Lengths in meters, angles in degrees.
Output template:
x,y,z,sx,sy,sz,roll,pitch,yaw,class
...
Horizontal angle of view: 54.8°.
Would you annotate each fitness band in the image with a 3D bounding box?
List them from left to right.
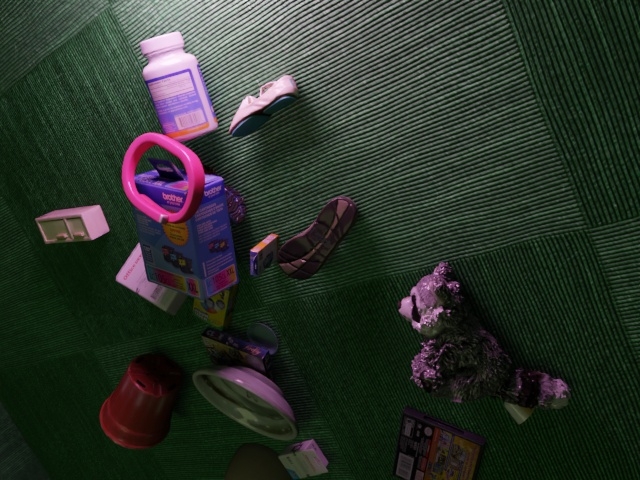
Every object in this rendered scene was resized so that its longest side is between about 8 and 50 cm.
x,y,z,sx,sy,sz,roll,pitch,yaw,class
-0.420,-0.165,1.633,0.290,0.054,0.209,31,107,31,fitness band

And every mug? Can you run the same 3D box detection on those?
x,y,z,sx,sy,sz,roll,pitch,yaw,class
0.525,0.434,1.630,0.064,0.078,0.062,44,162,15,mug

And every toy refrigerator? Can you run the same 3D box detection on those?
x,y,z,sx,sy,sz,roll,pitch,yaw,class
-0.892,-0.054,2.208,0.269,0.094,0.102,-3,112,32,toy refrigerator

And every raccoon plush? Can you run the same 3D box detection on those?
x,y,z,sx,sy,sz,roll,pitch,yaw,class
0.414,0.229,1.555,0.446,0.216,0.299,6,106,-4,raccoon plush

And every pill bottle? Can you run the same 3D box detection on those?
x,y,z,sx,sy,sz,roll,pitch,yaw,class
-0.390,-0.414,1.679,0.152,0.152,0.272,-5,111,33,pill bottle

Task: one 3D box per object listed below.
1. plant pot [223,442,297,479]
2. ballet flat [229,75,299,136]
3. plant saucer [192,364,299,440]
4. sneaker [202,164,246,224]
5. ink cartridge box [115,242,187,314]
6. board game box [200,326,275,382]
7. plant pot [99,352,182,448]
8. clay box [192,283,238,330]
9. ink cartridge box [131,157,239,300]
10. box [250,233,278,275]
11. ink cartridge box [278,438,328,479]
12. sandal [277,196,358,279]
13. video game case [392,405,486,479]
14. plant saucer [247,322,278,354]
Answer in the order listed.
x,y,z,sx,sy,sz,roll,pitch,yaw,class
-0.248,0.916,2.256,0.284,0.191,0.284,14,121,26,plant pot
-0.155,-0.356,1.623,0.248,0.086,0.086,-23,101,36,ballet flat
-0.232,0.516,2.050,0.400,0.101,0.400,23,148,15,plant saucer
-0.304,-0.127,1.831,0.221,0.083,0.087,48,136,13,sneaker
-0.537,0.124,2.035,0.217,0.159,0.092,28,168,15,ink cartridge box
-0.273,0.389,2.064,0.243,0.042,0.165,17,139,23,board game box
-0.649,0.582,2.299,0.272,0.272,0.265,36,119,11,plant pot
-0.351,0.202,2.036,0.127,0.053,0.222,26,124,16,clay box
-0.403,-0.055,1.792,0.270,0.151,0.396,12,117,35,ink cartridge box
-0.165,0.044,1.788,0.028,0.136,0.081,16,121,24,box
-0.047,0.753,2.131,0.180,0.060,0.104,-28,97,38,ink cartridge box
0.002,0.000,1.705,0.303,0.086,0.120,-43,82,24,sandal
0.349,0.653,1.856,0.248,0.035,0.275,18,121,23,video game case
-0.183,0.317,2.013,0.119,0.021,0.119,14,120,25,plant saucer
